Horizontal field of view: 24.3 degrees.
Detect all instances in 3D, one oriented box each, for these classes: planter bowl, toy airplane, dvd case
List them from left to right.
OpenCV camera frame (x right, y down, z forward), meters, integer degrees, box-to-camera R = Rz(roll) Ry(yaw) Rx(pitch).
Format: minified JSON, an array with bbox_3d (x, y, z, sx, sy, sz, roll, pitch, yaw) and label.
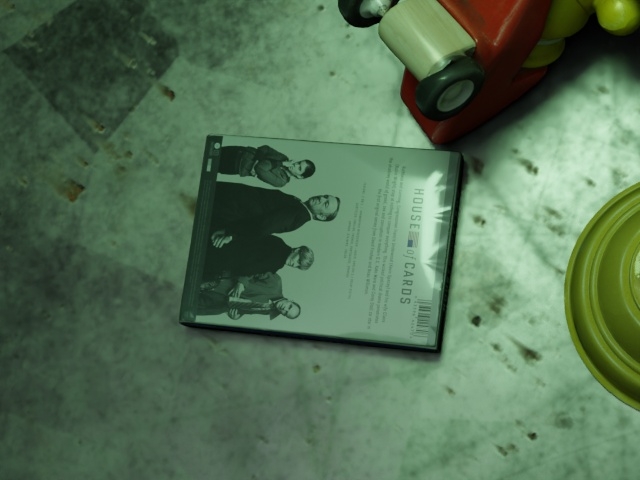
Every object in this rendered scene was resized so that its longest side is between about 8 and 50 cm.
[{"bbox_3d":[0.000,0.000,1.326,0.238,0.029,0.179,5,79,15],"label":"dvd case"},{"bbox_3d":[0.220,-0.275,1.203,0.384,0.272,0.386,1,95,45],"label":"toy airplane"},{"bbox_3d":[0.303,0.036,1.207,0.217,0.090,0.217,-3,76,14],"label":"planter bowl"}]
